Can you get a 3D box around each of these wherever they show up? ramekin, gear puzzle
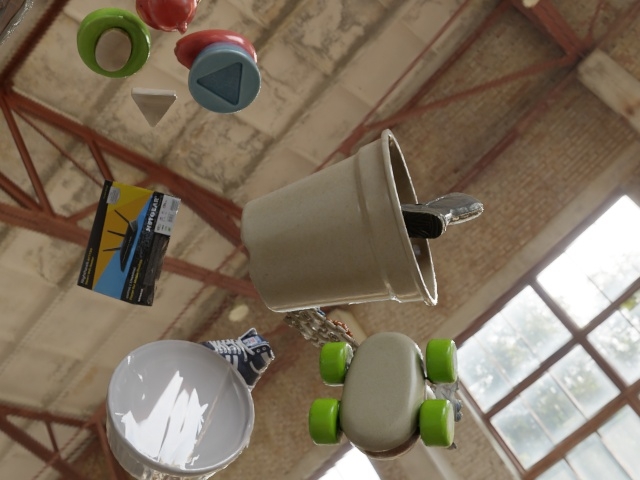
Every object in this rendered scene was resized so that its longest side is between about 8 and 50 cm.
[{"bbox_3d":[-0.268,0.329,1.491,0.272,0.273,0.127,-7,-36,-33],"label":"ramekin"},{"bbox_3d":[0.071,0.247,1.874,0.044,0.339,0.175,-52,-3,-27],"label":"gear puzzle"}]

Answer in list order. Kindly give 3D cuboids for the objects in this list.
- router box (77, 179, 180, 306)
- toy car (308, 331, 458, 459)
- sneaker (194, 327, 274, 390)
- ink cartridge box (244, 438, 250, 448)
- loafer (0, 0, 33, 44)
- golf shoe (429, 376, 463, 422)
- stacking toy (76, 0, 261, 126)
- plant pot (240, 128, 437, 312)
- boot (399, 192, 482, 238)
[{"bbox_3d":[-0.307,0.003,1.290,0.046,0.133,0.179,18,-94,-60],"label":"router box"},{"bbox_3d":[0.093,0.213,0.959,0.155,0.149,0.188,-4,-40,19],"label":"toy car"},{"bbox_3d":[-0.231,0.277,2.027,0.153,0.099,0.282,-49,-44,3],"label":"sneaker"},{"bbox_3d":[-0.245,0.374,1.720,0.145,0.045,0.179,-14,-66,14],"label":"ink cartridge box"},{"bbox_3d":[-0.332,-0.270,0.881,0.039,0.045,0.125,37,-68,-19],"label":"loafer"},{"bbox_3d":[0.294,0.365,1.977,0.086,0.176,0.069,-10,-1,-22],"label":"golf shoe"},{"bbox_3d":[-0.270,-0.317,1.432,0.279,0.130,0.309,-28,-50,15],"label":"stacking toy"},{"bbox_3d":[0.028,-0.006,1.520,0.305,0.334,0.334,-15,-33,12],"label":"plant pot"},{"bbox_3d":[0.196,-0.058,1.564,0.208,0.189,0.076,-35,-46,-56],"label":"boot"}]
